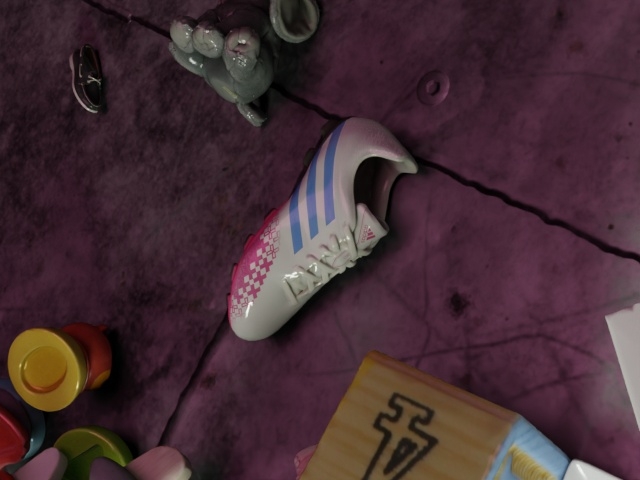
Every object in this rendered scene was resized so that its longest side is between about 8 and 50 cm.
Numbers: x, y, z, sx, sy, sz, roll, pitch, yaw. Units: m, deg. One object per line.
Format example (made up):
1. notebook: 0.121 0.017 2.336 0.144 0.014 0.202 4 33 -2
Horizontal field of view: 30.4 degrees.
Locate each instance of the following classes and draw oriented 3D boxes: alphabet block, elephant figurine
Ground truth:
1. alphabet block: 0.123 0.260 1.265 0.197 0.192 0.193 21 76 38
2. elephant figurine: -0.086 -0.322 1.620 0.169 0.186 0.239 31 68 3

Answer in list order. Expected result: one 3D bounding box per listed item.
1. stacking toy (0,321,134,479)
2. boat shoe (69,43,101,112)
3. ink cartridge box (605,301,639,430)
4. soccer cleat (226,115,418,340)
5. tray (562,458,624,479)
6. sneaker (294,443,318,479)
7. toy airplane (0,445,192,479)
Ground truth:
1. stacking toy: -0.384 0.283 1.723 0.309 0.130 0.279 -36 86 26
2. boat shoe: -0.365 -0.258 1.861 0.038 0.046 0.125 -37 51 28
3. ink cartridge box: 0.395 0.206 1.080 0.131 0.226 0.306 -25 63 27
4. soccer cleat: 0.000 0.000 1.485 0.143 0.116 0.331 34 98 37
5. tray: 0.283 0.381 1.236 0.145 0.030 0.270 22 91 37
6. sneaker: -0.012 0.300 1.431 0.070 0.051 0.134 5 45 42
7. toy airplane: -0.373 0.428 1.492 0.385 0.272 0.386 6 74 16
